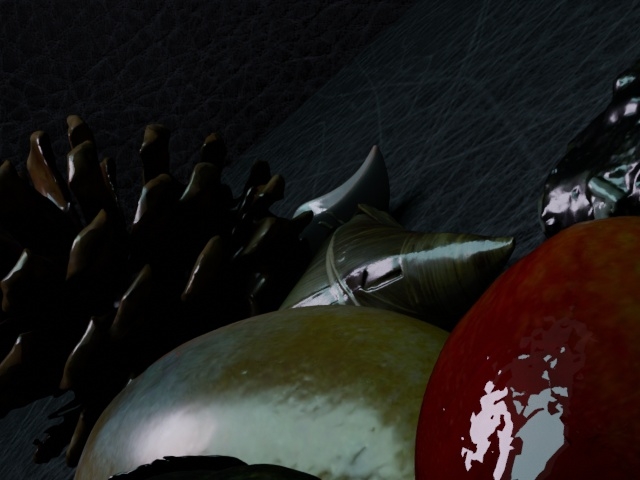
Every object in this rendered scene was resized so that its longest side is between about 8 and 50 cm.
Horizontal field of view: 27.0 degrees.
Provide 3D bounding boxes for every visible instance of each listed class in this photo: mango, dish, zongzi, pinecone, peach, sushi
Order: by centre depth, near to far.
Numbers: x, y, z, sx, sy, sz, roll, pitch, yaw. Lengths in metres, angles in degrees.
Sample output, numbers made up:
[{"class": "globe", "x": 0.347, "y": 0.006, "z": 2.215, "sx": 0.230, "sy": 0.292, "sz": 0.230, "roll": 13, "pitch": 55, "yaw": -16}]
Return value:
[{"class": "peach", "x": 0.117, "y": 0.087, "z": 0.484, "sx": 0.197, "sy": 0.197, "sz": 0.197, "roll": -43, "pitch": 11, "yaw": 11}, {"class": "sushi", "x": 0.220, "y": -0.046, "z": 0.721, "sx": 0.225, "sy": 0.136, "sz": 0.126, "roll": -45, "pitch": 18, "yaw": -27}, {"class": "mango", "x": -0.009, "y": 0.143, "z": 0.731, "sx": 0.221, "sy": 0.199, "sz": 0.384, "roll": -43, "pitch": 21, "yaw": -29}, {"class": "zongzi", "x": 0.083, "y": 0.013, "z": 1.097, "sx": 0.241, "sy": 0.111, "sz": 0.247, "roll": -31, "pitch": 14, "yaw": 28}, {"class": "pinecone", "x": -0.205, "y": 0.047, "z": 1.211, "sx": 0.384, "sy": 0.384, "sz": 0.384, "roll": -43, "pitch": 11, "yaw": 11}, {"class": "dish", "x": 0.000, "y": 0.000, "z": 1.445, "sx": 0.151, "sy": 0.077, "sz": 0.212, "roll": -38, "pitch": 5, "yaw": 38}]

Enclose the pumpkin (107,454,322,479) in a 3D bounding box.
[{"class": "pumpkin", "x": -0.043, "y": 0.199, "z": 0.541, "sx": 0.238, "sy": 0.238, "sz": 0.159, "roll": -42, "pitch": 3, "yaw": 16}]
